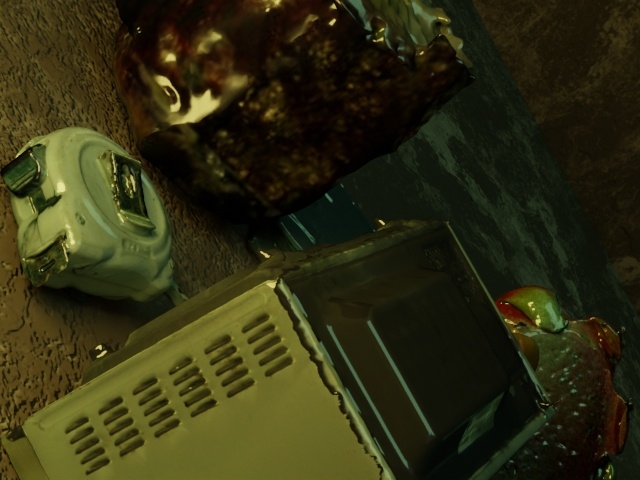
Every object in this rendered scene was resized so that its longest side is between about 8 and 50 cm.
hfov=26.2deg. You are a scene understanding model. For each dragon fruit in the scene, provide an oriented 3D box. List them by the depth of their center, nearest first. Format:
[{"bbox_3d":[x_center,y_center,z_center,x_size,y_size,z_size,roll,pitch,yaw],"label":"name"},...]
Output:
[{"bbox_3d":[0.233,0.202,1.584,0.268,0.130,0.295,17,81,-27],"label":"dragon fruit"}]

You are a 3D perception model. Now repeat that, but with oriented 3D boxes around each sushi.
[{"bbox_3d":[-0.040,-0.206,1.391,0.281,0.294,0.299,29,30,-48],"label":"sushi"}]

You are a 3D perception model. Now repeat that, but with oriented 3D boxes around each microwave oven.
[{"bbox_3d":[-0.016,0.126,1.039,0.219,0.286,0.355,61,24,6],"label":"microwave oven"}]

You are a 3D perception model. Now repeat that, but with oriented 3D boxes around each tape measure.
[{"bbox_3d":[-0.141,-0.003,1.192,0.330,0.084,0.164,19,49,-59],"label":"tape measure"}]

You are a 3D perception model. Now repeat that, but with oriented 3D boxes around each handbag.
[{"bbox_3d":[0.000,0.000,1.549,0.179,0.062,0.229,55,21,-13],"label":"handbag"}]

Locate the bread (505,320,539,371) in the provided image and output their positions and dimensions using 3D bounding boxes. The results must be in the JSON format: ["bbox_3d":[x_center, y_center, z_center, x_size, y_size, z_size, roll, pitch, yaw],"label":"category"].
[{"bbox_3d":[0.089,0.150,1.306,0.121,0.245,0.174,54,18,13],"label":"bread"}]
